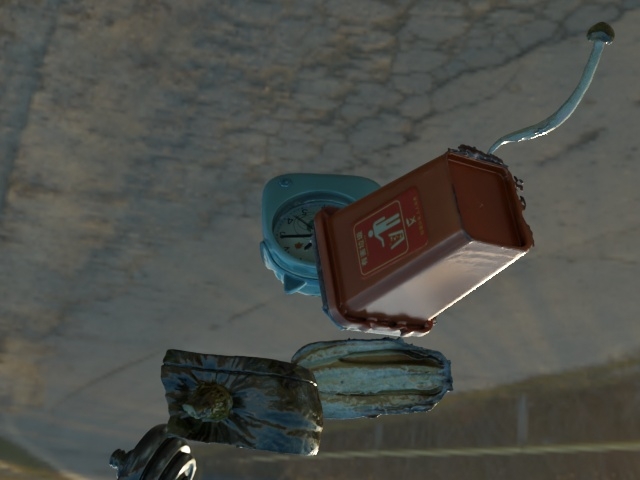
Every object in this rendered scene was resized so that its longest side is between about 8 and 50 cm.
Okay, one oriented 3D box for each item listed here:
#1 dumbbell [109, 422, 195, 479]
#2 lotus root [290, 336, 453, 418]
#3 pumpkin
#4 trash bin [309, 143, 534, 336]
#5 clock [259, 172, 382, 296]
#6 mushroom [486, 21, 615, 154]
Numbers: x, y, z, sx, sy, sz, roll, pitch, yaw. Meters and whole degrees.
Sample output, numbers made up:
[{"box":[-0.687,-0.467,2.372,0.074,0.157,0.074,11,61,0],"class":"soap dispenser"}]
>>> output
[{"box":[-0.162,0.440,1.671,0.406,0.179,0.179,25,170,11],"class":"dumbbell"},{"box":[0.098,0.263,2.050,0.329,0.167,0.078,2,-172,-10],"class":"lotus root"},{"box":[-0.093,0.229,1.456,0.248,0.131,0.126,12,172,-36],"class":"pumpkin"},{"box":[0.126,0.006,1.221,0.184,0.161,0.238,12,148,-39],"class":"trash bin"},{"box":[0.000,0.000,1.835,0.223,0.274,0.094,4,139,2],"class":"clock"},{"box":[0.380,-0.226,1.691,0.068,0.043,0.306,41,128,8],"class":"mushroom"}]
